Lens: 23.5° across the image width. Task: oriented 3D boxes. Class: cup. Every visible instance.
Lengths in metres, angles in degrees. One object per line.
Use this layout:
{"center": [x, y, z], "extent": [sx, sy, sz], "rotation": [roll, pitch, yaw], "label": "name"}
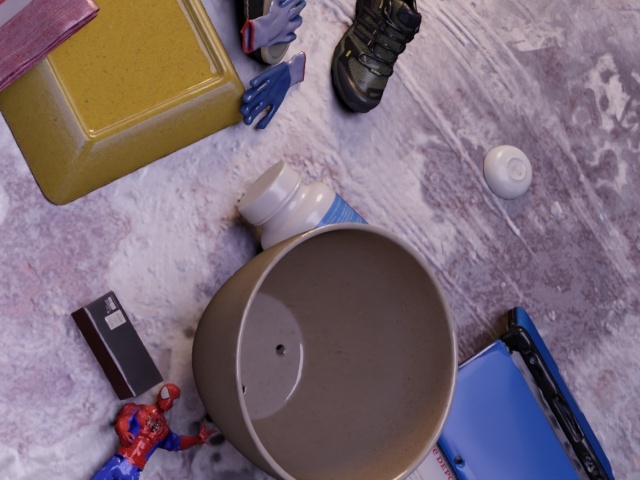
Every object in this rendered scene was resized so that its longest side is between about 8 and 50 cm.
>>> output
{"center": [-0.028, 0.146, 1.915], "extent": [0.331, 0.237, 0.331], "rotation": [1, 88, -36], "label": "cup"}

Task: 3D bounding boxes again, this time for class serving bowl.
{"center": [0.284, -0.104, 2.286], "extent": [0.083, 0.027, 0.083], "rotation": [7, 77, -29], "label": "serving bowl"}

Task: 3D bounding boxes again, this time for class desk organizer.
{"center": [-0.254, 0.132, 1.912], "extent": [0.047, 0.050, 0.130], "rotation": [-32, 96, -31], "label": "desk organizer"}

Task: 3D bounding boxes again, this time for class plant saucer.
{"center": [-0.269, -0.259, 1.973], "extent": [0.333, 0.081, 0.332], "rotation": [-29, 95, -31], "label": "plant saucer"}

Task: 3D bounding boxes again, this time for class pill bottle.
{"center": [0.000, 0.000, 2.044], "extent": [0.221, 0.124, 0.124], "rotation": [44, 62, -16], "label": "pill bottle"}

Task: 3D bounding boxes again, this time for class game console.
{"center": [0.278, 0.273, 2.155], "extent": [0.173, 0.250, 0.293], "rotation": [-28, 95, 10], "label": "game console"}

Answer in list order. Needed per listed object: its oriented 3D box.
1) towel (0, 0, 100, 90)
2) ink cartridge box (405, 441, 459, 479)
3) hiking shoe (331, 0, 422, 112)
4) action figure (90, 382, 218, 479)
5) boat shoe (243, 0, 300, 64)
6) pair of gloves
{"center": [-0.458, -0.331, 1.844], "extent": [0.237, 0.037, 0.329], "rotation": [-40, 95, -8], "label": "towel"}
{"center": [0.085, 0.329, 2.046], "extent": [0.191, 0.082, 0.139], "rotation": [-34, 97, -33], "label": "ink cartridge box"}
{"center": [0.086, -0.291, 2.162], "extent": [0.086, 0.114, 0.226], "rotation": [22, 69, -24], "label": "hiking shoe"}
{"center": [-0.229, 0.285, 1.849], "extent": [0.091, 0.139, 0.280], "rotation": [38, 61, -18], "label": "action figure"}
{"center": [-0.086, -0.413, 2.088], "extent": [0.127, 0.113, 0.340], "rotation": [-32, 128, -67], "label": "boat shoe"}
{"center": [-0.063, -0.247, 2.057], "extent": [0.159, 0.023, 0.198], "rotation": [-42, 146, -47], "label": "pair of gloves"}
